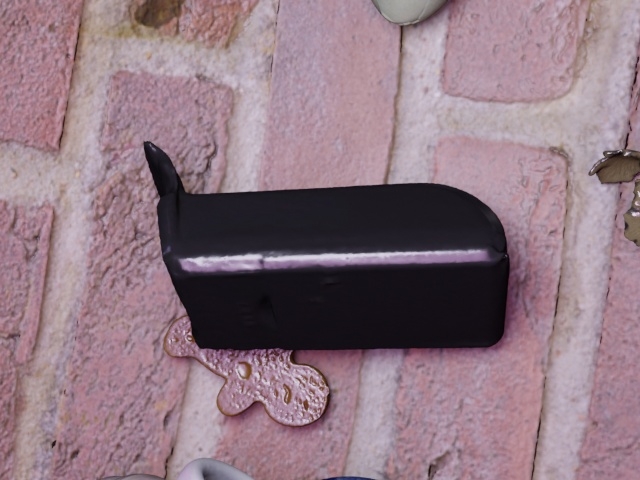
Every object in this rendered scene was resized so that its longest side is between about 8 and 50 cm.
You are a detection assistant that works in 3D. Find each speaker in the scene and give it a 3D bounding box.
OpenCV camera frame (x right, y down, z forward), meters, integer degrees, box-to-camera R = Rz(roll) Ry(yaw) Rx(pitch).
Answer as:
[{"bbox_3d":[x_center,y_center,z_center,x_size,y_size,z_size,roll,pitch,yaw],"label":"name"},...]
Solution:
[{"bbox_3d":[0.000,0.000,1.220,0.388,0.180,0.184,-1,55,6],"label":"speaker"}]

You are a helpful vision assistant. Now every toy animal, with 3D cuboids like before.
[{"bbox_3d":[0.399,-0.050,1.153,0.214,0.094,0.186,45,107,4],"label":"toy animal"}]

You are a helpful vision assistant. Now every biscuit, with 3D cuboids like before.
[{"bbox_3d":[-0.076,0.136,1.303,0.205,0.031,0.138,36,91,15],"label":"biscuit"}]

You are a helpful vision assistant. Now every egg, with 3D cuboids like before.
[{"bbox_3d":[0.100,-0.306,1.227,0.114,0.114,0.152,17,94,15],"label":"egg"}]

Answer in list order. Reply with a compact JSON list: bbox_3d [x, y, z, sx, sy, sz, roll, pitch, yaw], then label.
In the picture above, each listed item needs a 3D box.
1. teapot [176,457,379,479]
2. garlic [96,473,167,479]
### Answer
[{"bbox_3d":[0.020,0.366,1.143,0.424,0.280,0.252,40,97,14],"label":"teapot"},{"bbox_3d":[-0.203,0.376,1.231,0.257,0.207,0.207,44,99,22],"label":"garlic"}]
